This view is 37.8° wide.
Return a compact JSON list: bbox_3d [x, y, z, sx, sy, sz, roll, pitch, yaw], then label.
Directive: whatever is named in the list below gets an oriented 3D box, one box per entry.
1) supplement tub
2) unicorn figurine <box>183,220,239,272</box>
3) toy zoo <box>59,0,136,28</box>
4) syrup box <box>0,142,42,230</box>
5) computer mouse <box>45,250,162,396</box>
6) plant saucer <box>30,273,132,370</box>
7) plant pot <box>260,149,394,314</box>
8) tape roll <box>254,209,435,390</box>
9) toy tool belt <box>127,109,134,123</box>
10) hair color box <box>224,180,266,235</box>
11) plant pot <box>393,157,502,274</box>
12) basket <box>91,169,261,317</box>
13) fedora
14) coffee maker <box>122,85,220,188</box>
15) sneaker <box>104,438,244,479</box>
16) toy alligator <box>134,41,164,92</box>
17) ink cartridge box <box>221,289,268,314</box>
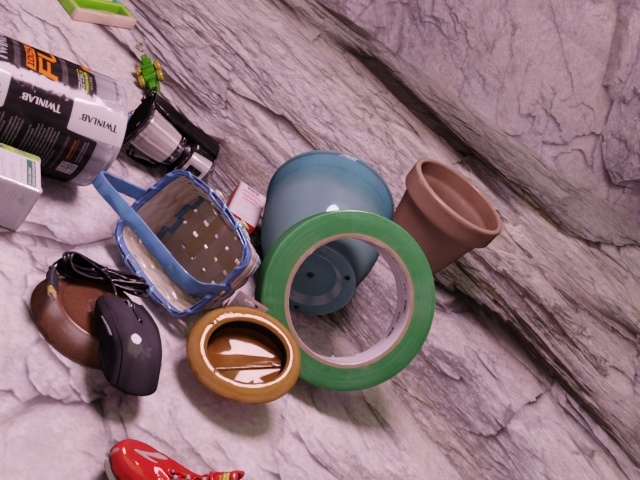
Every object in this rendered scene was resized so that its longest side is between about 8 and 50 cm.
[{"bbox_3d":[-0.518,-0.231,1.587,0.338,0.207,0.207,18,34,-38],"label":"supplement tub"},{"bbox_3d":[-0.212,0.013,1.784,0.162,0.060,0.111,30,22,-55],"label":"unicorn figurine"},{"bbox_3d":[-0.604,-0.636,2.305,0.293,0.030,0.192,50,28,20],"label":"toy zoo"},{"bbox_3d":[-0.567,-0.111,1.462,0.236,0.096,0.093,22,32,-33],"label":"syrup box"},{"bbox_3d":[-0.320,0.108,1.399,0.184,0.060,0.262,23,30,-31],"label":"computer mouse"},{"bbox_3d":[-0.352,0.115,1.457,0.198,0.036,0.199,30,27,-17],"label":"plant saucer"},{"bbox_3d":[0.000,0.000,1.856,0.271,0.272,0.255,33,35,-13],"label":"plant pot"},{"bbox_3d":[0.044,0.106,1.677,0.321,0.321,0.077,34,-7,-12],"label":"tape roll"},{"bbox_3d":[-0.398,-0.249,1.945,0.052,0.051,0.083,48,27,16],"label":"toy tool belt"},{"bbox_3d":[-0.163,-0.064,1.970,0.072,0.043,0.141,35,28,-10],"label":"hair color box"},{"bbox_3d":[0.269,-0.034,2.273,0.263,0.229,0.263,31,28,-19],"label":"plant pot"},{"bbox_3d":[-0.241,-0.002,1.573,0.255,0.201,0.289,49,11,15],"label":"basket"},{"bbox_3d":[-0.131,0.200,1.535,0.194,0.079,0.194,12,51,-15],"label":"fedora"},{"bbox_3d":[-0.297,-0.212,1.911,0.178,0.120,0.171,39,50,-26],"label":"coffee maker"},{"bbox_3d":[-0.157,0.340,1.263,0.279,0.118,0.107,35,26,-9],"label":"sneaker"},{"bbox_3d":[-0.399,-0.394,2.177,0.051,0.056,0.190,74,-6,-46],"label":"toy alligator"},{"bbox_3d":[-0.143,0.134,1.606,0.062,0.115,0.029,35,25,-10],"label":"ink cartridge box"}]
